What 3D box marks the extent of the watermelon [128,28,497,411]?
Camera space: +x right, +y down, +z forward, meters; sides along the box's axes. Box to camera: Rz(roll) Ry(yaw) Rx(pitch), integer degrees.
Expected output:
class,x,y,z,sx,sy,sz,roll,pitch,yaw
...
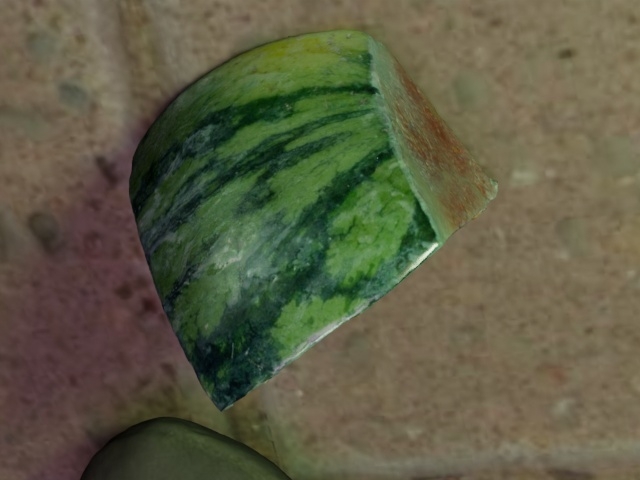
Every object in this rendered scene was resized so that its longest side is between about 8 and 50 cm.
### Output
class,x,y,z,sx,sy,sz,roll,pitch,yaw
watermelon,0.000,0.000,1.359,0.213,0.262,0.201,-34,136,22

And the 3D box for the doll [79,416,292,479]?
class,x,y,z,sx,sy,sz,roll,pitch,yaw
doll,-0.074,0.355,1.589,0.382,0.252,0.379,-46,71,26
